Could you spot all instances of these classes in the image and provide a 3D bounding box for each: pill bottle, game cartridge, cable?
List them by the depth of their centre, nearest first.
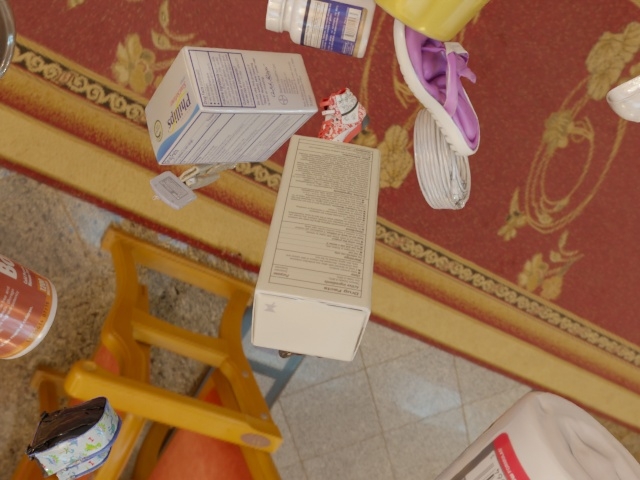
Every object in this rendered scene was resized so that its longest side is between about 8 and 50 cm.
[{"bbox_3d":[0.165,0.315,0.623,0.176,0.176,0.318,26,115,-24],"label":"pill bottle"},{"bbox_3d":[-0.445,0.059,0.770,0.121,0.121,0.216,-35,143,6],"label":"pill bottle"},{"bbox_3d":[0.000,-0.408,1.147,0.187,0.112,0.112,13,115,-1],"label":"pill bottle"},{"bbox_3d":[-0.285,-0.095,1.206,0.056,0.083,0.017,-36,160,-39],"label":"game cartridge"},{"bbox_3d":[0.298,-0.201,1.522,0.089,0.257,0.257,-9,93,24],"label":"cable"}]

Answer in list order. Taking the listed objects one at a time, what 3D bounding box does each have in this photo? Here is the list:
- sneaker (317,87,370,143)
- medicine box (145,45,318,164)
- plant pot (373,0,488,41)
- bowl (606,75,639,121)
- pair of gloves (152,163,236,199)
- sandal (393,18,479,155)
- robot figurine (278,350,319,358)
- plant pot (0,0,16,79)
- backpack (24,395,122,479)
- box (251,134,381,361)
[{"bbox_3d":[0.025,-0.335,1.858,0.270,0.090,0.145,-48,116,-24],"label":"sneaker"},{"bbox_3d":[-0.202,-0.290,1.397,0.289,0.149,0.263,-7,165,-35],"label":"medicine box"},{"bbox_3d":[0.194,-0.446,0.943,0.254,0.254,0.239,20,124,-22],"label":"plant pot"},{"bbox_3d":[0.546,-0.243,1.022,0.142,0.142,0.053,-25,102,28],"label":"bowl"},{"bbox_3d":[-0.313,-0.172,1.618,0.240,0.204,0.042,-24,91,45],"label":"pair of gloves"},{"bbox_3d":[0.261,-0.322,1.245,0.102,0.169,0.416,-6,154,29],"label":"sandal"},{"bbox_3d":[-0.051,0.228,1.863,0.174,0.278,0.209,12,119,16],"label":"robot figurine"},{"bbox_3d":[-0.614,-0.311,0.969,0.263,0.229,0.263,-12,126,-17],"label":"plant pot"},{"bbox_3d":[-0.352,0.288,0.924,0.114,0.105,0.084,-24,113,2],"label":"backpack"},{"bbox_3d":[0.000,0.000,0.886,0.148,0.311,0.121,11,137,-1],"label":"box"}]
